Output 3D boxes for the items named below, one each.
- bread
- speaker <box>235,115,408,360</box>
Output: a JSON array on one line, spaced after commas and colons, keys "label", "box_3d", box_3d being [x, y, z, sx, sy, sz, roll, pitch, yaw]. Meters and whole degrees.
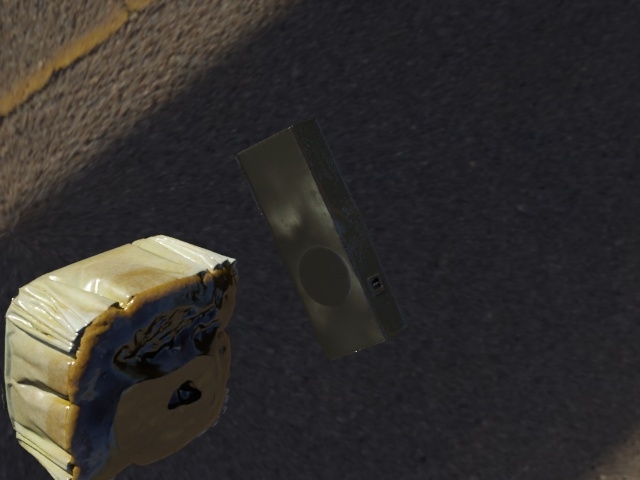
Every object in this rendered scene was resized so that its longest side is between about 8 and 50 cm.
[{"label": "bread", "box_3d": [-0.171, 0.110, 1.146, 0.210, 0.110, 0.192, -18, 123, -46]}, {"label": "speaker", "box_3d": [0.000, 0.000, 1.190, 0.044, 0.082, 0.218, -25, 92, -50]}]
